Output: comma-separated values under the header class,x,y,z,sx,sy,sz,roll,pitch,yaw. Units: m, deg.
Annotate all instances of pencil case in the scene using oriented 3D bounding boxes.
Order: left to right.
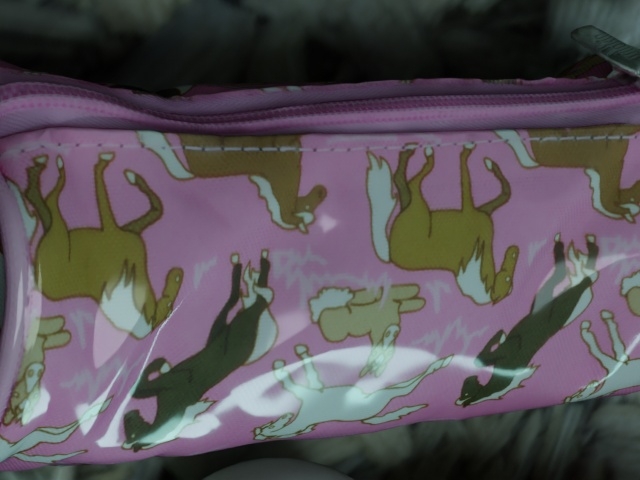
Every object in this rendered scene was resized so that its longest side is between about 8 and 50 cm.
class,x,y,z,sx,sy,sz,roll,pitch,yaw
pencil case,0.000,0.000,0.803,0.386,0.160,0.167,-5,95,-32

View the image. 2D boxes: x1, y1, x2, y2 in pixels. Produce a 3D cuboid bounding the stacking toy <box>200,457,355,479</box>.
class,x,y,z,sx,sy,sz,roll,pitch,yaw
stacking toy,0.119,0.235,1.016,0.480,0.350,0.350,35,98,-28
